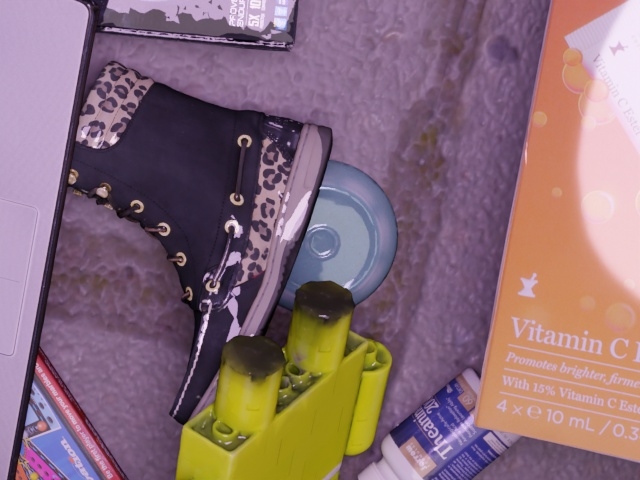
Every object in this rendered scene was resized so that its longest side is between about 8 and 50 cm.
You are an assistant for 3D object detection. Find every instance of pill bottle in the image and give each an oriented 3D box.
[{"bbox_3d":[0.088,0.157,1.261,0.120,0.067,0.067,-41,102,3],"label":"pill bottle"}]

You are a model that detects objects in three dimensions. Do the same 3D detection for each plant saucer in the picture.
[{"bbox_3d":[0.000,0.000,1.244,0.119,0.021,0.119,-1,102,-6],"label":"plant saucer"}]

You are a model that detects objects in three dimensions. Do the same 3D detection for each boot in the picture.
[{"bbox_3d":[-0.108,0.001,1.179,0.178,0.085,0.236,21,79,0],"label":"boot"}]

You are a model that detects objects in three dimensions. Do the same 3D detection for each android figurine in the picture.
[{"bbox_3d":[-0.037,0.165,1.180,0.056,0.248,0.273,26,126,23],"label":"android figurine"}]

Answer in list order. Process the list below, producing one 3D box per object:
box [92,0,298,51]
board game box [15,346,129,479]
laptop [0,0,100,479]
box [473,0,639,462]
[{"bbox_3d":[-0.084,-0.229,1.160,0.147,0.077,0.180,6,101,-6],"label":"box"},{"bbox_3d":[-0.258,0.137,1.246,0.145,0.027,0.281,-31,103,3],"label":"board game box"},{"bbox_3d":[-0.392,0.006,1.052,0.407,0.236,0.382,15,114,1],"label":"laptop"},{"bbox_3d":[0.248,-0.027,1.141,0.215,0.168,0.345,11,95,14],"label":"box"}]
